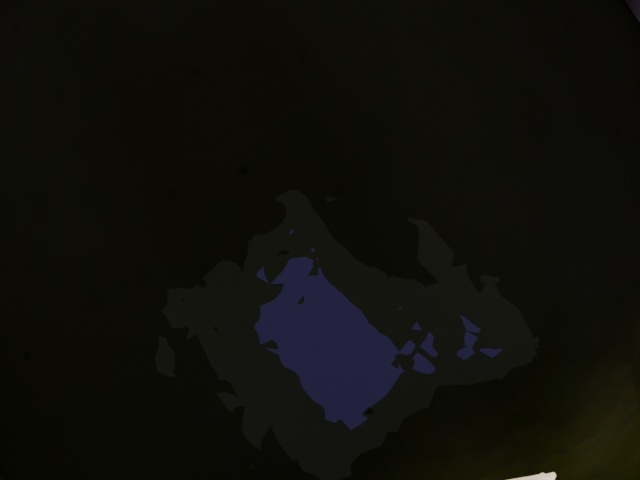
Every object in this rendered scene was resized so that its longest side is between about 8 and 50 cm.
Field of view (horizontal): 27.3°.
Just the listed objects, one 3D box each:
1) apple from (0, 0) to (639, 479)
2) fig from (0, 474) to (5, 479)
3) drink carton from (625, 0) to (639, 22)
[{"bbox_3d":[0.000,0.000,0.766,0.473,0.473,0.474,1,109,3],"label":"apple"},{"bbox_3d":[-0.298,0.148,0.971,0.316,0.316,0.316,1,109,3],"label":"fig"},{"bbox_3d":[0.251,-0.135,0.915,0.146,0.144,0.142,-8,114,7],"label":"drink carton"}]
